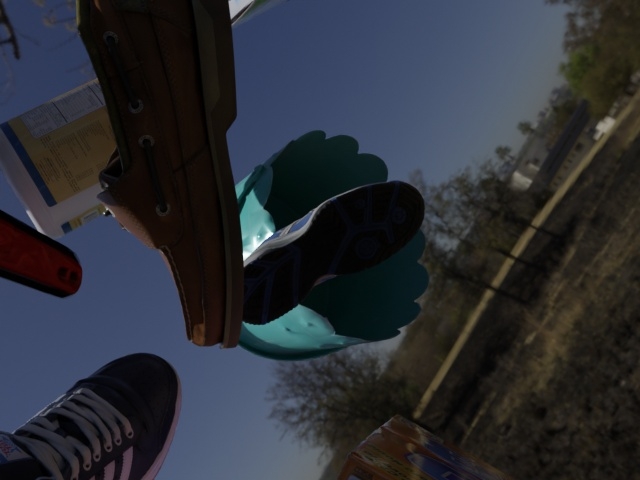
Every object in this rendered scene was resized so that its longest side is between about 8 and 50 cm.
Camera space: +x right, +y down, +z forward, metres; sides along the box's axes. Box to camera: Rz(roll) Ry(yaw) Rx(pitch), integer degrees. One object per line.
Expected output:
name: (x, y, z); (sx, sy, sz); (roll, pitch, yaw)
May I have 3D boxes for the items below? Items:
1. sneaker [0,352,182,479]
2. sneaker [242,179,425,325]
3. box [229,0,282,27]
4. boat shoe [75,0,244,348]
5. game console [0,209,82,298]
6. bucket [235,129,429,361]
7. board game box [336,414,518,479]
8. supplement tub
sneaker: (-0.185, 0.145, 0.513); (0.282, 0.099, 0.153); (-48, -19, -47)
sneaker: (0.000, 0.000, 0.714); (0.211, 0.080, 0.081); (-27, 16, 0)
box: (-0.067, -0.397, 0.843); (0.262, 0.231, 0.127); (-37, 11, -29)
boat shoe: (-0.119, -0.050, 0.569); (0.111, 0.104, 0.307); (-126, 31, -62)
game console: (-0.375, -0.063, 0.416); (0.060, 0.386, 0.342); (-68, -28, -14)
bucket: (-0.016, 0.018, 0.955); (0.183, 0.281, 0.281); (-25, 15, 43)
board game box: (0.126, 0.398, 0.609); (0.356, 0.356, 0.356); (-63, -14, -3)
supplement tub: (-0.269, -0.106, 0.872); (0.199, 0.144, 0.144); (-31, -22, -18)
